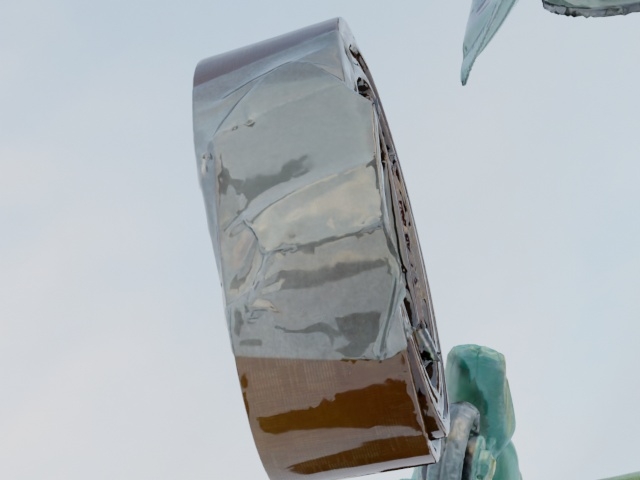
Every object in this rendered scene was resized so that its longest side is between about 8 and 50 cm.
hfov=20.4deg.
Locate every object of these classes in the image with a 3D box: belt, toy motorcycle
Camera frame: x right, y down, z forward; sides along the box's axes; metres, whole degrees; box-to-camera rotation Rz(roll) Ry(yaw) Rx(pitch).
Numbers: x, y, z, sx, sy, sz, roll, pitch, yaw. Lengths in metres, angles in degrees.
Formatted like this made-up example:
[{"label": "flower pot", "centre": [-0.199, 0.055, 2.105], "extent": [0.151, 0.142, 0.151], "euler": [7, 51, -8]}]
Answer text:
[{"label": "belt", "centre": [0.000, 0.000, 0.940], "extent": [0.105, 0.261, 0.184], "euler": [-13, -41, 8]}, {"label": "toy motorcycle", "centre": [0.107, 0.213, 1.291], "extent": [0.109, 0.198, 0.296], "euler": [9, -50, 12]}]

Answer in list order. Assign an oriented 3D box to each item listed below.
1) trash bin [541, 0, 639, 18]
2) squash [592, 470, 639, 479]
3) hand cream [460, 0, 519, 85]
[{"label": "trash bin", "centre": [0.122, -0.244, 0.621], "extent": [0.277, 0.262, 0.217], "euler": [-22, 20, 19]}, {"label": "squash", "centre": [0.197, 0.171, 1.071], "extent": [0.201, 0.066, 0.066], "euler": [-12, -19, 20]}, {"label": "hand cream", "centre": [0.121, -0.210, 0.944], "extent": [0.085, 0.058, 0.331], "euler": [-60, 3, 44]}]
